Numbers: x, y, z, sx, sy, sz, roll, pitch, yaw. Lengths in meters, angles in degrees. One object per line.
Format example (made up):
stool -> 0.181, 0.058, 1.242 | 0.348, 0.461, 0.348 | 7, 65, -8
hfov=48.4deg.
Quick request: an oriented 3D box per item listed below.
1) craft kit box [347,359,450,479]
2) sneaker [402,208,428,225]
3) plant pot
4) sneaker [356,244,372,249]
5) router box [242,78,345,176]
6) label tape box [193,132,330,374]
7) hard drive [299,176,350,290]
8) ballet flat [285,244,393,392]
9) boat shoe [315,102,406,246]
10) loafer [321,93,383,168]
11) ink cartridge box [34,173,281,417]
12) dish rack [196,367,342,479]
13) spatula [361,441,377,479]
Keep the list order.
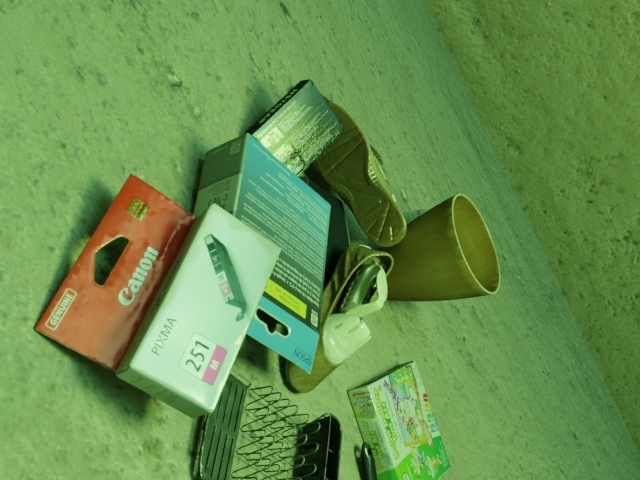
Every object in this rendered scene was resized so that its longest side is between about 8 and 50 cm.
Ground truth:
craft kit box -> 0.170, 0.398, 1.489 | 0.247, 0.061, 0.249 | -9, 79, -57
sneaker -> 0.289, 0.029, 1.829 | 0.305, 0.152, 0.114 | 43, 36, -39
plant pot -> 0.247, 0.048, 1.641 | 0.237, 0.254, 0.237 | 38, 40, -42
sneaker -> 0.085, 0.070, 1.521 | 0.134, 0.051, 0.070 | 94, 9, -54
router box -> -0.050, -0.219, 1.442 | 0.179, 0.046, 0.133 | -47, 118, -19
label tape box -> -0.105, 0.031, 1.217 | 0.249, 0.115, 0.347 | 39, 46, -41
hard drive -> 0.000, 0.000, 1.466 | 0.172, 0.054, 0.254 | 31, 46, -47
ballet flat -> 0.052, 0.135, 1.324 | 0.116, 0.124, 0.342 | 60, 43, -28
boat shoe -> 0.076, -0.140, 1.567 | 0.341, 0.122, 0.110 | 63, 7, 0
loafer -> 0.028, -0.239, 1.638 | 0.268, 0.092, 0.102 | 46, 19, -6
ink cartridge box -> -0.203, 0.061, 0.963 | 0.239, 0.060, 0.275 | 35, 53, -20
dish rack -> -0.075, 0.327, 1.106 | 0.271, 0.074, 0.208 | 45, 36, -35
spatula -> 0.117, 0.528, 1.334 | 0.084, 0.030, 0.296 | 1, 70, -56
